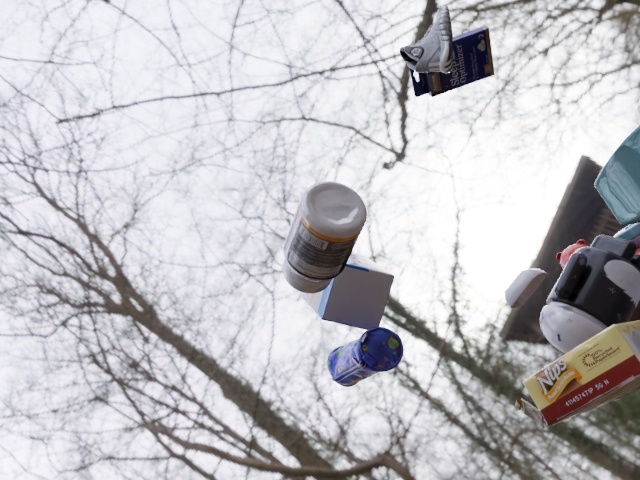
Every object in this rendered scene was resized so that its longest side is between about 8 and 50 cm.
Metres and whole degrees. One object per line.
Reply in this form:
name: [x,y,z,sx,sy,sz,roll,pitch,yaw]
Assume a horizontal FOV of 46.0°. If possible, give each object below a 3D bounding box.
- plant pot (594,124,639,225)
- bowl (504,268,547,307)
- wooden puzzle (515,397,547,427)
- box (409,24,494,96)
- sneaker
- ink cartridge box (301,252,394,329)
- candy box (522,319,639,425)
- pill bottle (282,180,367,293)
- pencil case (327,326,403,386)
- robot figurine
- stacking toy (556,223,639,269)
plant pot: [0.661,-0.136,1.437,0.165,0.166,0.234,-10,-27,-38]
bowl: [0.633,0.141,2.348,0.142,0.053,0.142,-55,-25,20]
wooden puzzle: [0.556,0.449,1.971,0.014,0.116,0.078,-37,-44,-17]
box: [0.349,-0.470,2.006,0.225,0.036,0.136,-20,-56,-4]
sneaker: [0.265,-0.506,1.899,0.086,0.132,0.229,68,-158,-47]
ink cartridge box: [0.071,0.130,2.118,0.171,0.232,0.168,14,-83,-19]
candy box: [0.494,0.209,1.252,0.316,0.087,0.183,3,-36,-48]
pill bottle: [0.000,0.000,1.816,0.162,0.162,0.278,-33,-21,-34]
pencil case: [0.112,0.320,2.042,0.133,0.119,0.306,-34,-5,-25]
robot figurine: [0.600,0.125,1.658,0.278,0.209,0.173,-57,-2,-11]
stacking toy: [0.784,0.018,1.992,0.309,0.130,0.279,-34,-8,10]
